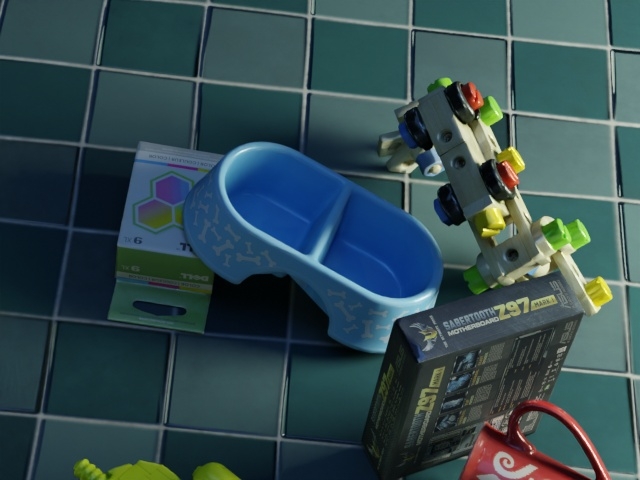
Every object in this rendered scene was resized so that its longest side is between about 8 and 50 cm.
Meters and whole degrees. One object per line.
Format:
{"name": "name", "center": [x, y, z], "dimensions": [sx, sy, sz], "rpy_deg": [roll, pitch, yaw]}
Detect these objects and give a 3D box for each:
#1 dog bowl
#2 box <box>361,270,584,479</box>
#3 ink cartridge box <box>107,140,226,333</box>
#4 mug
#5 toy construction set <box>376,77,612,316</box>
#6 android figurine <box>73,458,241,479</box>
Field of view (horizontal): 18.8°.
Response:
{"name": "dog bowl", "center": [0.000, 0.000, 2.069], "dimensions": [0.297, 0.074, 0.166], "rpy_deg": [30, 47, -2]}
{"name": "box", "center": [0.147, 0.137, 1.916], "dimensions": [0.183, 0.233, 0.059], "rpy_deg": [-17, 57, -19]}
{"name": "ink cartridge box", "center": [-0.162, -0.006, 2.102], "dimensions": [0.109, 0.062, 0.209], "rpy_deg": [9, 51, -2]}
{"name": "mug", "center": [0.220, 0.252, 1.892], "dimensions": [0.169, 0.150, 0.113], "rpy_deg": [25, 41, 7]}
{"name": "toy construction set", "center": [0.179, -0.056, 2.109], "dimensions": [0.151, 0.215, 0.328], "rpy_deg": [-44, 59, 11]}
{"name": "android figurine", "center": [-0.154, 0.313, 1.848], "dimensions": [0.273, 0.056, 0.248], "rpy_deg": [37, 55, 19]}
